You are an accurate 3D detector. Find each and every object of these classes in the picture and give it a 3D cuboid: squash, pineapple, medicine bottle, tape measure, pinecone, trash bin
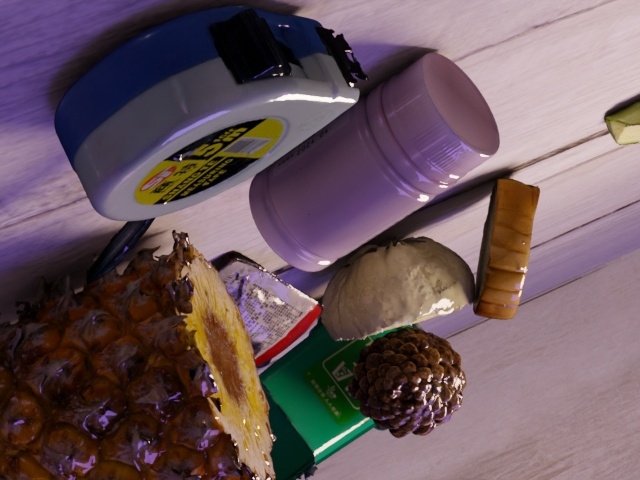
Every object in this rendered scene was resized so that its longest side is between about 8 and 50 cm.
[{"bbox_3d":[0.545,-0.204,1.766,0.200,0.075,0.090,-29,141,10],"label":"squash"},{"bbox_3d":[-0.225,0.178,1.305,0.300,0.352,0.352,-15,167,0],"label":"pineapple"},{"bbox_3d":[0.052,-0.078,1.203,0.250,0.133,0.133,-34,165,33],"label":"medicine bottle"},{"bbox_3d":[-0.147,-0.065,0.941,0.351,0.098,0.215,-35,166,26],"label":"tape measure"},{"bbox_3d":[0.151,0.231,1.950,0.179,0.184,0.204,-43,-167,18],"label":"pinecone"},{"bbox_3d":[0.009,0.279,2.124,0.381,0.259,0.295,-29,168,-41],"label":"trash bin"}]

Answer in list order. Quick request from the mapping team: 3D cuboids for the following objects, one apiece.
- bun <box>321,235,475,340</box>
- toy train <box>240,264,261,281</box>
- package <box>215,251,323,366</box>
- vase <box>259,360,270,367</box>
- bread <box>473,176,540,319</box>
[{"bbox_3d":[0.125,0.070,1.876,0.259,0.152,0.259,-16,173,-2],"label":"bun"},{"bbox_3d":[-0.103,0.093,1.747,0.081,0.060,0.202,-24,166,-4],"label":"toy train"},{"bbox_3d":[-0.109,0.106,1.639,0.154,0.030,0.239,-40,137,13],"label":"package"},{"bbox_3d":[-0.107,0.194,2.146,0.059,0.059,0.167,-22,167,-17],"label":"vase"},{"bbox_3d":[0.297,0.013,1.846,0.070,0.236,0.236,10,168,5],"label":"bread"}]
